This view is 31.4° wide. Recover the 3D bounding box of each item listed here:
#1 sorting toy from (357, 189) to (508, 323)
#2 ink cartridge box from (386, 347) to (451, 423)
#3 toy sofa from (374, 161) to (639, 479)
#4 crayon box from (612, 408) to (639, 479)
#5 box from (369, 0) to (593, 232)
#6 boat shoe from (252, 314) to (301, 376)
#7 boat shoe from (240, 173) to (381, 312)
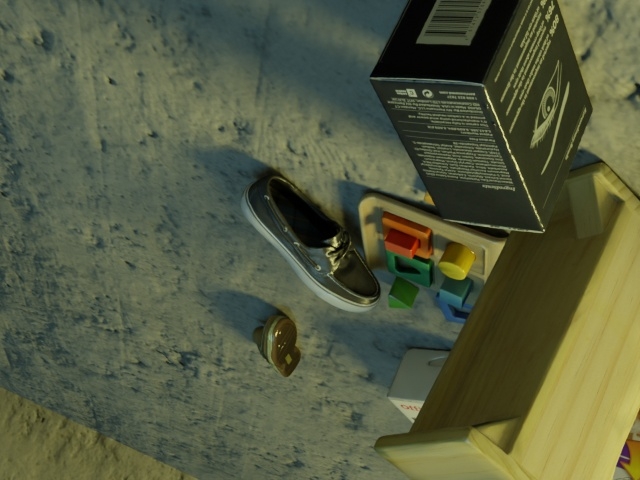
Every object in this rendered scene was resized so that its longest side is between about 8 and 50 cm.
[{"bbox_3d":[0.139,0.027,1.418,0.196,0.047,0.347,18,152,17],"label":"sorting toy"},{"bbox_3d":[0.226,0.260,1.718,0.159,0.092,0.218,0,142,42],"label":"ink cartridge box"},{"bbox_3d":[0.225,0.114,1.146,0.177,0.362,0.150,42,150,-18],"label":"toy sofa"},{"bbox_3d":[0.392,0.310,1.346,0.313,0.362,0.106,18,175,17],"label":"crayon box"},{"bbox_3d":[0.149,-0.128,1.005,0.108,0.153,0.207,9,148,32],"label":"box"},{"bbox_3d":[-0.082,0.166,1.857,0.072,0.068,0.190,31,156,18],"label":"boat shoe"},{"bbox_3d":[0.000,0.000,1.453,0.228,0.080,0.076,46,145,-6],"label":"boat shoe"}]
